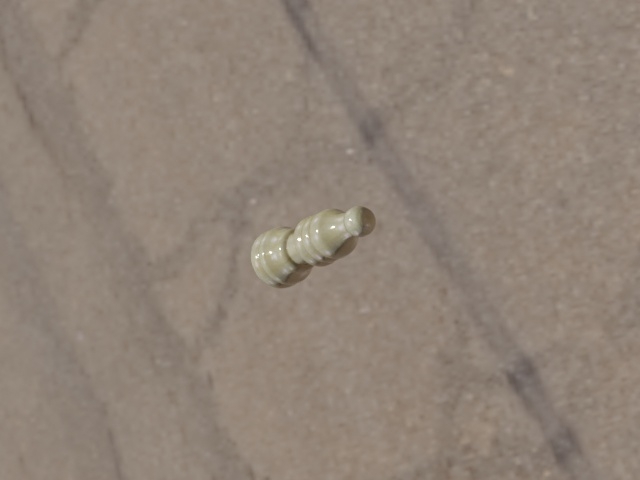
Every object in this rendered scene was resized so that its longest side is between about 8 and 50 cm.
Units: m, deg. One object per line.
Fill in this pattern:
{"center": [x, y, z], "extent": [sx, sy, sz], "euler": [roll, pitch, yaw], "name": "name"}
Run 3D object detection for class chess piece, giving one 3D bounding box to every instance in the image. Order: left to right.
{"center": [0.000, 0.000, 0.829], "extent": [0.092, 0.035, 0.035], "euler": [-24, 78, 54], "name": "chess piece"}
